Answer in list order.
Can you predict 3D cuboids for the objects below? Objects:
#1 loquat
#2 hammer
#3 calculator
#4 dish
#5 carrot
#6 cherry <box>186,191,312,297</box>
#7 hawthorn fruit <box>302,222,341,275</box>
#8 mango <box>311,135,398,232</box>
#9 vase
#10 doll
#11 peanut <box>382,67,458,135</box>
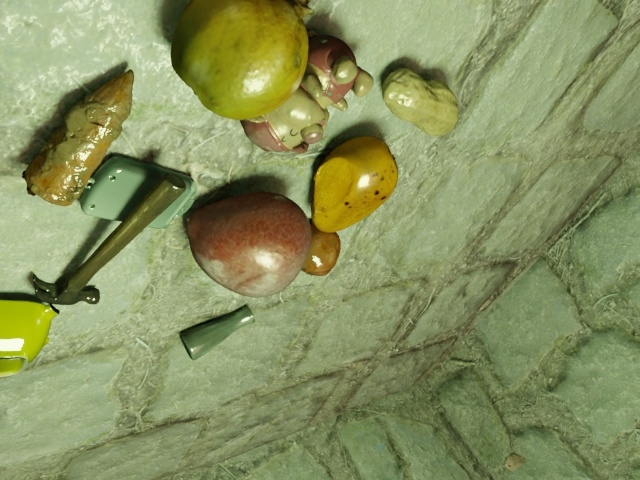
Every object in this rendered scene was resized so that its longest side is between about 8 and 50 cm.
[{"bbox_3d":[-0.110,-0.312,0.930,0.246,0.213,0.213,-39,150,7],"label":"loquat"},{"bbox_3d":[-0.419,0.008,1.184,0.440,0.044,0.168,-38,153,26],"label":"hammer"},{"bbox_3d":[-0.357,-0.090,1.163,0.141,0.045,0.246,-47,148,22],"label":"calculator"},{"bbox_3d":[-0.681,0.221,1.206,0.263,0.108,0.221,3,141,-38],"label":"dish"},{"bbox_3d":[-0.387,-0.178,0.977,0.263,0.102,0.102,-48,148,13],"label":"carrot"},{"bbox_3d":[-0.158,0.007,1.334,0.308,0.221,0.261,18,127,-29],"label":"cherry"},{"bbox_3d":[-0.011,0.013,1.599,0.149,0.149,0.189,96,16,-54],"label":"hawthorn fruit"},{"bbox_3d":[0.080,-0.130,1.434,0.191,0.160,0.290,-14,150,-47],"label":"mango"},{"bbox_3d":[-0.298,0.264,1.721,0.214,0.086,0.086,-27,150,-22],"label":"vase"},{"bbox_3d":[-0.030,-0.266,1.124,0.256,0.152,0.196,-38,138,15],"label":"doll"},{"bbox_3d":[0.231,-0.321,1.344,0.123,0.123,0.257,-47,144,22],"label":"peanut"}]
